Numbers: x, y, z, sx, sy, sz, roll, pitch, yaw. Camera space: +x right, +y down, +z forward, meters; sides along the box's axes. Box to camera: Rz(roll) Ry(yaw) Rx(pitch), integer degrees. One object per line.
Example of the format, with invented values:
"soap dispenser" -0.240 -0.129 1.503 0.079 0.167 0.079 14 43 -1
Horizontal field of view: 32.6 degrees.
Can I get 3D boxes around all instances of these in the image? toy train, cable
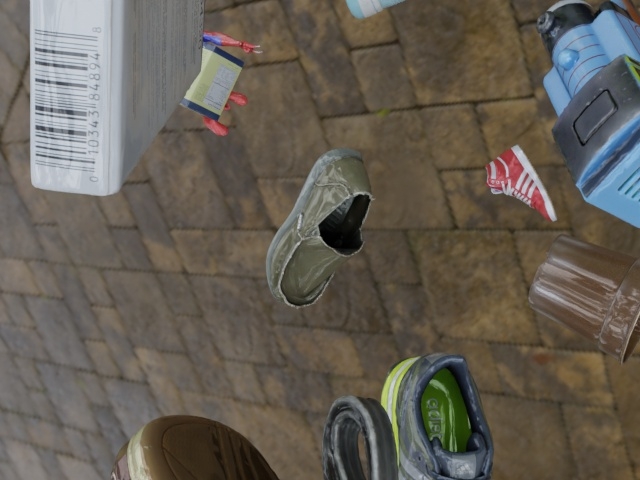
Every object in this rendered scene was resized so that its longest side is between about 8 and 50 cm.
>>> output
"toy train" 0.183 -0.079 0.642 0.105 0.184 0.080 24 125 -27
"cable" 0.028 0.248 0.748 0.139 0.072 0.287 -23 66 60

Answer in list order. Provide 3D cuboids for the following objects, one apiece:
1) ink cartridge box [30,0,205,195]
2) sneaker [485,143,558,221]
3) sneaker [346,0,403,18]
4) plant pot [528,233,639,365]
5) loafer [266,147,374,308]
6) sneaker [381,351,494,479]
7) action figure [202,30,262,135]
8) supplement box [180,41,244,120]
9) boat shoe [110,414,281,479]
"ink cartridge box" -0.140 -0.240 0.811 0.071 0.330 0.324 5 113 1
"sneaker" 0.264 -0.064 1.459 0.118 0.067 0.042 64 -173 23
"sneaker" 0.137 -0.407 1.416 0.208 0.319 0.127 -12 130 17
"plant pot" 0.411 0.078 1.642 0.165 0.167 0.167 25 133 23
"loafer" 0.000 0.000 1.433 0.087 0.094 0.251 58 139 42
"sneaker" 0.120 0.245 1.048 0.121 0.111 0.300 107 154 -68
"action figure" -0.143 -0.229 1.597 0.139 0.091 0.280 26 170 20
"supplement box" -0.156 -0.207 1.385 0.083 0.056 0.083 27 93 42
"boat shoe" -0.073 0.237 0.832 0.342 0.123 0.123 47 -164 -56
